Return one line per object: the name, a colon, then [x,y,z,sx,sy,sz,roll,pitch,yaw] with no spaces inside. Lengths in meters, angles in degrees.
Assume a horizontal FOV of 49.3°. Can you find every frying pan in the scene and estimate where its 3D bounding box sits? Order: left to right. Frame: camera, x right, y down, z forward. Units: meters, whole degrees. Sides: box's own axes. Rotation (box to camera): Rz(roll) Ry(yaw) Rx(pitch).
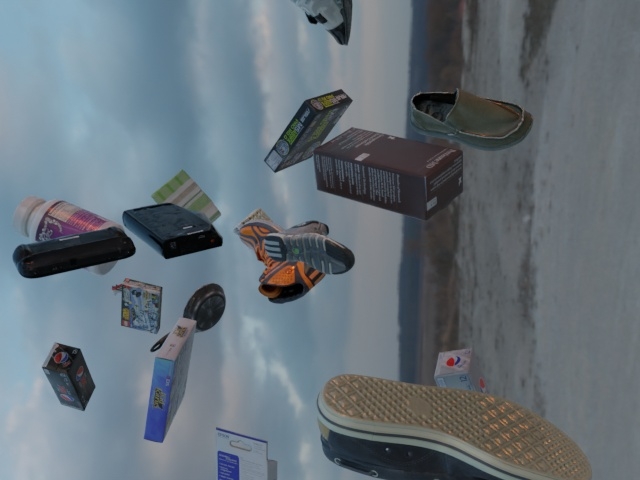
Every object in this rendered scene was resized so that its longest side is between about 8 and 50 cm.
frying pan: [-0.451,0.264,2.455,0.326,0.053,0.197,-22,-51,-47]

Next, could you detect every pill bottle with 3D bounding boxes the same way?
pill bottle: [-0.753,-0.023,2.082,0.169,0.301,0.169,22,-90,-82]

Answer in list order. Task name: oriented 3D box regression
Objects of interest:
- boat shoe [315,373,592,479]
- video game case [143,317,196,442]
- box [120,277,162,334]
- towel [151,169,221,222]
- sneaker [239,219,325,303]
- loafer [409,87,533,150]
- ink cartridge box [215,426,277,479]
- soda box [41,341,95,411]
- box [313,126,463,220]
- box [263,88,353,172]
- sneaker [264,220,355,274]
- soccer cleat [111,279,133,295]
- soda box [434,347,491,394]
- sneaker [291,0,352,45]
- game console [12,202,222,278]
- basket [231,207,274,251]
boat shoe: [0.231,0.376,1.272,0.187,0.499,0.156,-71,-9,-61]
video game case: [-0.430,0.394,1.999,0.244,0.061,0.270,-81,3,-70]
box: [-0.434,0.160,1.691,0.027,0.093,0.137,-76,-1,-55]
towel: [-0.337,-0.088,1.755,0.113,0.152,0.023,-44,11,-23]
sneaker: [-0.140,0.059,1.924,0.180,0.321,0.125,-50,-40,-25]
loafer: [0.278,-0.236,1.338,0.087,0.251,0.095,41,-117,-56]
ink cartridge box: [-0.210,0.711,1.979,0.069,0.175,0.371,-22,-65,-60]
soda box: [-0.489,0.267,1.363,0.169,0.053,0.060,98,-174,-52]
box: [0.182,-0.191,1.926,0.191,0.381,0.143,-36,-48,-39]
box: [-0.039,-0.347,2.212,0.216,0.060,0.270,-30,-16,-52]
sneaker: [0.000,0.000,1.508,0.132,0.228,0.086,-34,-53,-46]
soccer cleat: [-0.626,0.151,2.228,0.029,0.083,0.036,18,123,52]
soda box: [0.375,0.410,1.736,0.286,0.091,0.098,64,-152,-23]
sneaker: [0.000,-0.622,1.794,0.330,0.146,0.123,59,-146,-65]
game console: [-0.374,-0.001,1.283,0.213,0.361,0.044,28,124,52]
basket: [-0.216,-0.036,2.318,0.103,0.113,0.167,-44,7,-12]
